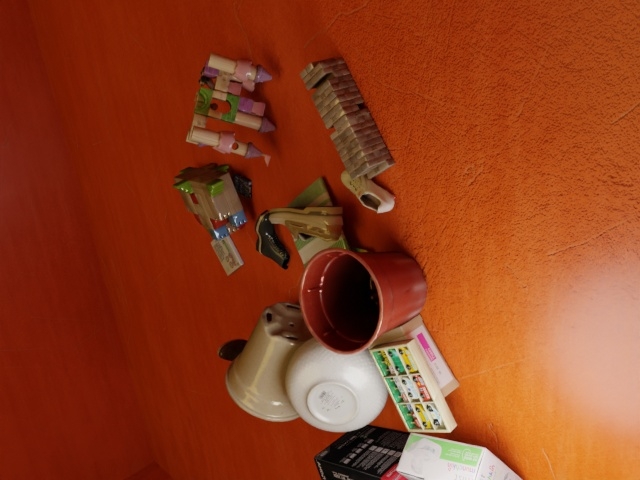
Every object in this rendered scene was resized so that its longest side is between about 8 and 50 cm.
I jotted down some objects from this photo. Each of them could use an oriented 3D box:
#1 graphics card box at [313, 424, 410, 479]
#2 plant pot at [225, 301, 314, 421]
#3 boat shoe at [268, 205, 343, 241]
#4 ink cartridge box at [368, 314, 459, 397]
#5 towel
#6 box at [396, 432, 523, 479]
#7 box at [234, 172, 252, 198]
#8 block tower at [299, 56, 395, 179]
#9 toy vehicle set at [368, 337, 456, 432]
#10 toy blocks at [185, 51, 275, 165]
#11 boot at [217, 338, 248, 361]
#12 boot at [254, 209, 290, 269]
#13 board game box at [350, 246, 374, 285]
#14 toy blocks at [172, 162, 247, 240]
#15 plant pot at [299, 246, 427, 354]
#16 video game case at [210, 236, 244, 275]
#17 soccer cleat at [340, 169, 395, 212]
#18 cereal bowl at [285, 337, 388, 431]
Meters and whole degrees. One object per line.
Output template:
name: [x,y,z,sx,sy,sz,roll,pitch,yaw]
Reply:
graphics card box: [0.179,0.701,1.843,0.371,0.233,0.094,-9,103,50]
plant pot: [-0.138,0.399,2.017,0.334,0.334,0.305,38,124,31]
boat shoe: [-0.054,-0.050,1.737,0.302,0.113,0.103,3,96,51]
ink cartridge box: [0.260,0.354,1.680,0.235,0.088,0.193,61,143,6]
towel: [0.000,0.000,1.805,0.248,0.038,0.325,-35,72,51]
box: [0.384,0.651,1.579,0.231,0.127,0.262,43,150,-25]
box: [-0.278,-0.196,2.072,0.083,0.018,0.067,29,130,37]
block tower: [0.069,-0.324,1.535,0.091,0.097,0.335,-30,87,53]
toy vehicle set: [0.254,0.408,1.614,0.166,0.035,0.267,-26,91,52]
toy blocks: [-0.260,-0.403,1.814,0.309,0.260,0.289,-164,86,-72]
boot: [-0.251,0.462,2.213,0.207,0.248,0.090,33,109,53]
boot: [-0.155,-0.002,1.999,0.137,0.077,0.198,36,147,26]
board game box: [0.125,0.140,1.765,0.124,0.039,0.259,10,118,47]
toy blocks: [-0.396,-0.124,2.131,0.381,0.191,0.261,15,131,53]
plant pot: [0.130,0.141,1.540,0.272,0.265,0.272,5,98,41]
video game case: [-0.376,0.050,2.319,0.143,0.019,0.157,-35,82,52]
soccer cleat: [0.119,-0.139,1.589,0.196,0.076,0.068,37,134,32]
cereal bowl: [0.048,0.469,1.808,0.339,0.141,0.339,3,114,7]
